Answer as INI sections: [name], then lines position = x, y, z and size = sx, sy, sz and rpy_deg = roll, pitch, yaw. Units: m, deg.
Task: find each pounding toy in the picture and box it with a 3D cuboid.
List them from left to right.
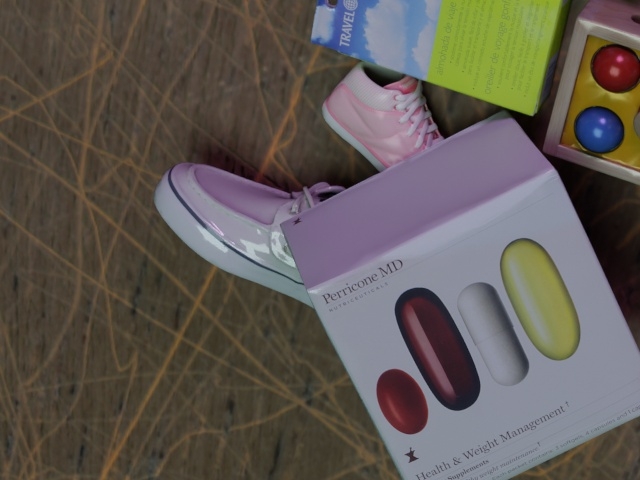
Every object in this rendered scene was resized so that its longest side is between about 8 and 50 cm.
[pounding toy]
position = 0.237, -0.101, 1.304
size = 0.141, 0.100, 0.130
rpy_deg = 20, 125, 14

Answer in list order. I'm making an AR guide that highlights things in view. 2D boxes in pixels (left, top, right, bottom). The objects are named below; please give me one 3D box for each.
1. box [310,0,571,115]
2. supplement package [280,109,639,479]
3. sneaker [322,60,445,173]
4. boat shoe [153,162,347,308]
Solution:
[box]
position = 0.088, -0.169, 1.372
size = 0.178, 0.042, 0.109
rpy_deg = 19, 124, 15
[supplement package]
position = 0.106, 0.051, 1.371
size = 0.194, 0.149, 0.203
rpy_deg = -27, 111, 2
[sneaker]
position = 0.068, -0.084, 1.425
size = 0.134, 0.051, 0.070
rpy_deg = 39, 132, 6
[boat shoe]
position = 0.000, 0.000, 1.482
size = 0.267, 0.096, 0.088
rpy_deg = 32, 123, 4
